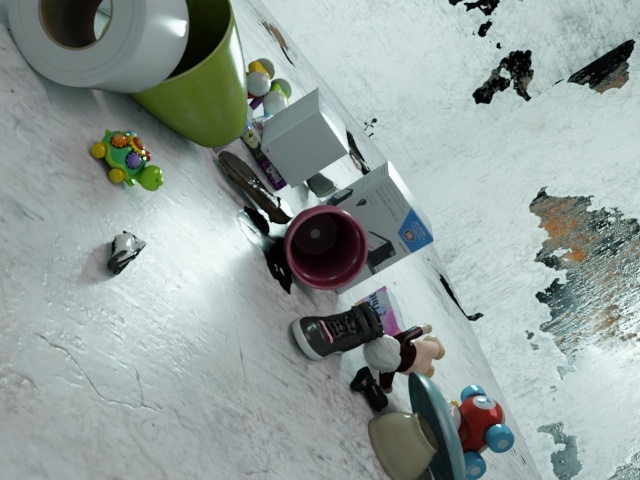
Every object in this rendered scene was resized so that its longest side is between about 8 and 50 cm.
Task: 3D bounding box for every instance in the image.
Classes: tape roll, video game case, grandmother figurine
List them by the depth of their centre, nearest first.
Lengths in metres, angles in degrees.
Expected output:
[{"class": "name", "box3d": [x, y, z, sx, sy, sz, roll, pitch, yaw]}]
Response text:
[{"class": "tape roll", "box3d": [-0.366, -0.374, 1.194, 0.246, 0.246, 0.169, 58, 16, 0]}, {"class": "grandmother figurine", "box3d": [0.205, 0.294, 1.803, 0.104, 0.207, 0.342, 20, -3, 32]}, {"class": "video game case", "box3d": [-0.144, -0.257, 2.057, 0.210, 0.042, 0.232, 57, 15, -7]}]

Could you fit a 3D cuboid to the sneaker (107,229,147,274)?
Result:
[{"class": "sneaker", "box3d": [-0.295, 0.017, 1.051, 0.044, 0.040, 0.109, 39, 14, -8]}]

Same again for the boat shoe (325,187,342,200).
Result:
[{"class": "boat shoe", "box3d": [0.088, -0.064, 2.312, 0.258, 0.095, 0.084, 60, 11, 12]}]

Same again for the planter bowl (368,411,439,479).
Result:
[{"class": "planter bowl", "box3d": [0.196, 0.451, 1.597, 0.162, 0.109, 0.162, 52, 15, -20]}]

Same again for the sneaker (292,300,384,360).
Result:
[{"class": "sneaker", "box3d": [0.048, 0.189, 1.577, 0.104, 0.147, 0.296, 65, 17, 17]}]

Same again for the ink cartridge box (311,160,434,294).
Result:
[{"class": "ink cartridge box", "box3d": [0.115, -0.030, 1.919, 0.223, 0.307, 0.129, 53, 18, -19]}]

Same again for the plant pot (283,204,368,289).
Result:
[{"class": "plant pot", "box3d": [0.000, 0.000, 1.756, 0.201, 0.201, 0.180, 52, 0, -20]}]

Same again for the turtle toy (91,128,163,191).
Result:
[{"class": "turtle toy", "box3d": [-0.320, -0.136, 1.205, 0.130, 0.066, 0.095, 55, 15, -9]}]

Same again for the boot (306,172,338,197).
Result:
[{"class": "boot", "box3d": [-0.043, -0.238, 2.201, 0.190, 0.076, 0.208, 22, -36, 60]}]

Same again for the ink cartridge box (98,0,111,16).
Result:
[{"class": "ink cartridge box", "box3d": [-0.365, -0.538, 1.559, 0.154, 0.213, 0.093, 9, 83, -71]}]

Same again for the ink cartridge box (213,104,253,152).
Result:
[{"class": "ink cartridge box", "box3d": [-0.225, -0.298, 1.758, 0.061, 0.104, 0.181, 51, 16, -24]}]

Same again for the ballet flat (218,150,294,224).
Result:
[{"class": "ballet flat", "box3d": [-0.163, -0.119, 1.719, 0.250, 0.058, 0.084, 43, 25, -30]}]

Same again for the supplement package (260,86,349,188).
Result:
[{"class": "supplement package", "box3d": [-0.043, -0.287, 1.977, 0.149, 0.194, 0.203, 52, 17, -26]}]

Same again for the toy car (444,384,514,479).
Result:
[{"class": "toy car", "box3d": [0.357, 0.479, 1.924, 0.238, 0.210, 0.219, 37, 12, -25]}]

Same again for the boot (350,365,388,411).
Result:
[{"class": "boot", "box3d": [0.117, 0.356, 1.667, 0.099, 0.045, 0.121, 61, 14, -3]}]

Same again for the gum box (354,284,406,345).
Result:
[{"class": "gum box", "box3d": [0.168, 0.225, 1.962, 0.062, 0.107, 0.188, 48, 18, -33]}]

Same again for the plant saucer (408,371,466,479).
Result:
[{"class": "plant saucer", "box3d": [0.280, 0.464, 1.699, 0.317, 0.044, 0.317, 166, -90, -83]}]

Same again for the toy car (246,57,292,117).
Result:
[{"class": "toy car", "box3d": [-0.178, -0.448, 2.157, 0.182, 0.136, 0.159, 47, 28, -24]}]

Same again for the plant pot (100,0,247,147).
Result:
[{"class": "plant pot", "box3d": [-0.266, -0.333, 1.481, 0.293, 0.275, 0.274, 65, 2, -58]}]
